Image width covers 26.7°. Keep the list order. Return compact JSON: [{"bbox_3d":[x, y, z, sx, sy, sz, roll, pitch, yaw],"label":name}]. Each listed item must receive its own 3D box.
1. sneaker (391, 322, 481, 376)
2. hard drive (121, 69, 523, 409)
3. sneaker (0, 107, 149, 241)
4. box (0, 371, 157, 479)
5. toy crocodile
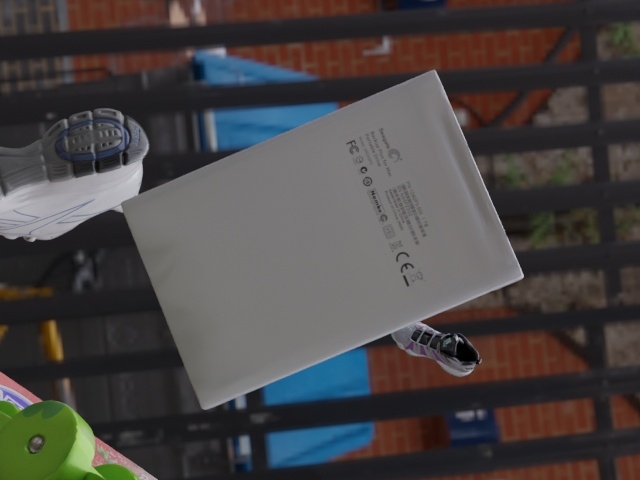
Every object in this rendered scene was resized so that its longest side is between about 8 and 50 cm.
[{"bbox_3d":[0.126,0.107,1.424,0.069,0.098,0.038,127,-13,-70],"label":"sneaker"},{"bbox_3d":[0.000,0.000,1.212,0.040,0.307,0.203,31,36,-83],"label":"hard drive"},{"bbox_3d":[-0.325,-0.043,1.436,0.129,0.297,0.111,93,-18,-51],"label":"sneaker"},{"bbox_3d":[-0.321,0.217,1.209,0.154,0.300,0.142,-53,-175,28],"label":"box"},{"bbox_3d":[-0.227,0.156,0.931,0.340,0.105,0.115,20,-26,37],"label":"toy crocodile"}]
